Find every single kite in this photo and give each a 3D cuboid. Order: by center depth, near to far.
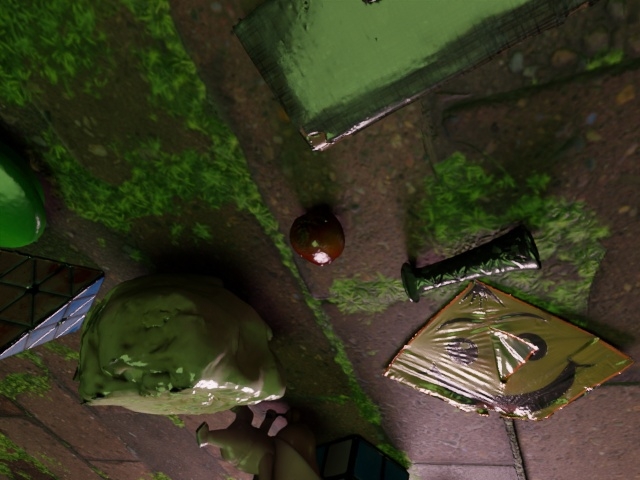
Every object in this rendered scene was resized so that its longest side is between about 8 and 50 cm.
[{"bbox_3d":[0.269,0.184,0.708,0.377,0.013,0.328,-8,125,23],"label":"kite"}]

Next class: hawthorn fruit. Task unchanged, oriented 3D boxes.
[{"bbox_3d":[-0.003,-0.002,0.598,0.077,0.077,0.077,8,129,10],"label":"hawthorn fruit"}]

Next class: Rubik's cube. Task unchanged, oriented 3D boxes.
[{"bbox_3d":[-0.465,0.127,0.842,0.190,0.212,0.178,-12,151,-4],"label":"Rubik's cube"},{"bbox_3d":[0.062,0.549,0.959,0.183,0.167,0.180,40,128,-16],"label":"Rubik's cube"}]

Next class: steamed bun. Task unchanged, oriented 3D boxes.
[{"bbox_3d":[-0.212,0.155,0.713,0.267,0.207,0.280,-18,148,27],"label":"steamed bun"}]

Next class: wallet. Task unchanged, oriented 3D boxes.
[{"bbox_3d":[0.080,-0.216,0.420,0.316,0.044,0.169,-23,118,29],"label":"wallet"}]

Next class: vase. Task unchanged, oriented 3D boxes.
[{"bbox_3d":[0.188,0.033,0.581,0.166,0.059,0.059,-22,119,29],"label":"vase"}]

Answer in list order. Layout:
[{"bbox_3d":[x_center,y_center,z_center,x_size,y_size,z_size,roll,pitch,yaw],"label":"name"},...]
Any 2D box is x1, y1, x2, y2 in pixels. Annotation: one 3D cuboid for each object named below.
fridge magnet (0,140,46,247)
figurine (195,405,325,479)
[{"bbox_3d":[-0.500,-0.077,0.664,0.207,0.088,0.208,8,130,10],"label":"fridge magnet"},{"bbox_3d":[-0.096,0.406,0.868,0.287,0.186,0.176,42,159,0],"label":"figurine"}]
